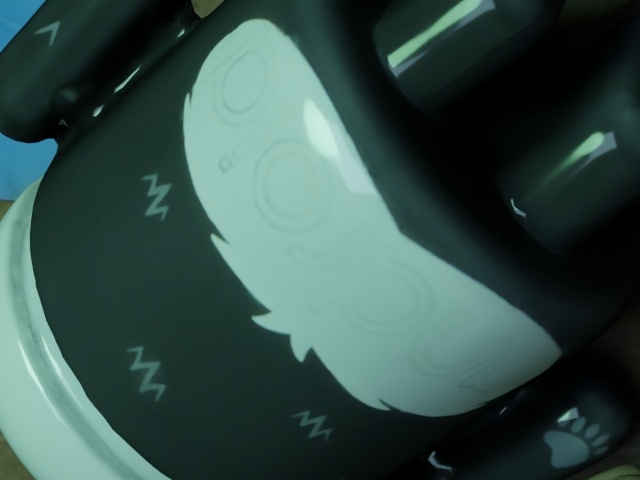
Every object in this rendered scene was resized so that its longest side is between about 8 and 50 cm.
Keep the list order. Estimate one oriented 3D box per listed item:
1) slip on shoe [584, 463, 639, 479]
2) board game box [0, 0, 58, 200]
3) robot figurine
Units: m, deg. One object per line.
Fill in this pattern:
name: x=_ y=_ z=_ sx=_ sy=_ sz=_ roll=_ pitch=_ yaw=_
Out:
slip on shoe: x=0.076 y=0.129 z=0.626 sx=0.135 sy=0.051 sz=0.041 roll=-48 pitch=24 yaw=36
board game box: x=-0.137 y=-0.103 z=0.790 sx=0.133 sy=0.033 sz=0.169 roll=23 pitch=109 yaw=30
robot figurine: x=-0.001 y=-0.002 z=0.602 sx=0.278 sy=0.173 sz=0.209 roll=-38 pitch=62 yaw=31
